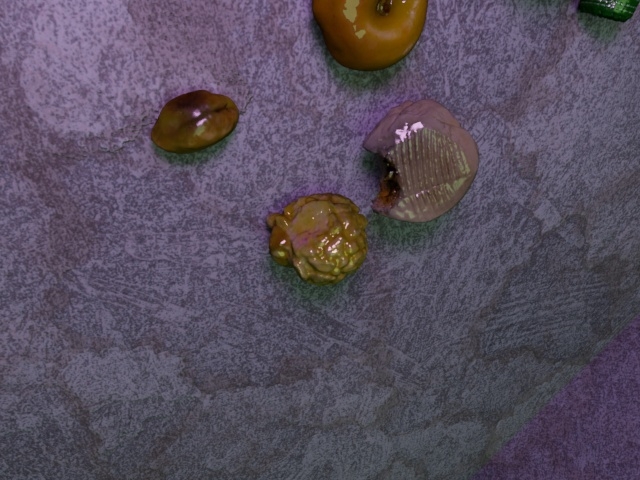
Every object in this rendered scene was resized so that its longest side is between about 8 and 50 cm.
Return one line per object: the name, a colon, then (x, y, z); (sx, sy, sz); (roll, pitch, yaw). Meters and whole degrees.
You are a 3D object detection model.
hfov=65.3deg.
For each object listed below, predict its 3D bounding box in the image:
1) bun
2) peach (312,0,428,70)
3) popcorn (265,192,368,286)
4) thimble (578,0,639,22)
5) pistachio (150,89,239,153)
bun: (0.230, -0.195, 1.183); (0.281, 0.205, 0.282); (-2, 120, -4)
peach: (0.104, -0.471, 1.003); (0.251, 0.153, 0.251); (-16, 119, -31)
popcorn: (0.000, 0.000, 1.208); (0.259, 0.259, 0.212); (-38, 141, 4)
thimble: (0.683, -0.574, 1.178); (0.118, 0.130, 0.090); (10, 116, -5)
pistachio: (-0.255, -0.238, 1.019); (0.189, 0.110, 0.100); (-18, 156, -11)
